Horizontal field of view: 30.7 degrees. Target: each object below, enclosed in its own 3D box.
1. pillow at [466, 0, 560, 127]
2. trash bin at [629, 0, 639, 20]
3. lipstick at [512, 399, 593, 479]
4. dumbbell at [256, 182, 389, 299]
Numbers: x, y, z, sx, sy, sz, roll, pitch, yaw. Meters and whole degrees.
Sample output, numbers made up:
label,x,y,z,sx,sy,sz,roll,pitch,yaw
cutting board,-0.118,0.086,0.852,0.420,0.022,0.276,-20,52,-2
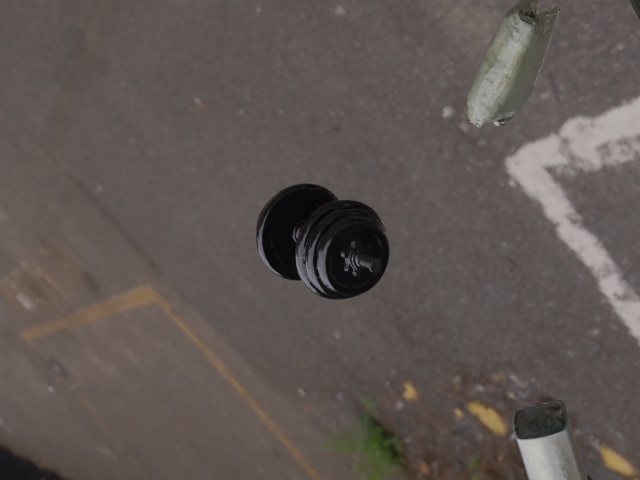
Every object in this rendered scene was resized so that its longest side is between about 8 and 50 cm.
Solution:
label,x,y,z,sx,sy,sz,roll,pitch,yaw
pillow,0.266,-0.248,1.613,0.077,0.134,0.181,29,116,13
trash bin,0.400,-0.332,1.267,0.122,0.164,0.241,106,148,-55
lipstick,0.281,0.302,1.345,0.077,0.079,0.253,-83,-26,-59
dumbbell,0.000,0.000,1.123,0.099,0.099,0.208,56,164,-28
